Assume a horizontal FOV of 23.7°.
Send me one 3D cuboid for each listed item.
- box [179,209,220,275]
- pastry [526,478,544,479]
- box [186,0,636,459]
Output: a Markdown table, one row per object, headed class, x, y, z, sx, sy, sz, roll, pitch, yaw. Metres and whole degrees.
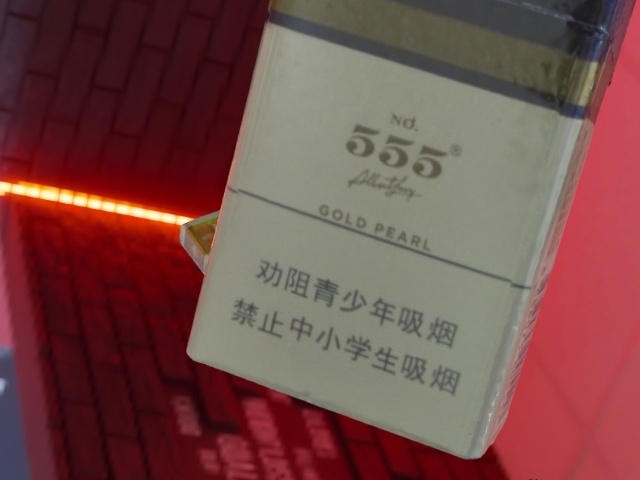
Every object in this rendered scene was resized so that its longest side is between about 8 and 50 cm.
| class | x | y | z | sx | sy | sz | roll | pitch | yaw |
| --- | --- | --- | --- | --- | --- | --- | --- | --- | --- |
| box | 0.000 | 0.001 | 1.346 | 0.122 | 0.220 | 0.032 | 51 | -35 | 31 |
| pastry | 0.193 | 0.265 | 1.169 | 0.229 | 0.100 | 0.218 | 35 | -18 | 28 |
| box | 0.042 | -0.041 | 0.746 | 0.071 | 0.168 | 0.259 | -32 | 140 | -69 |
